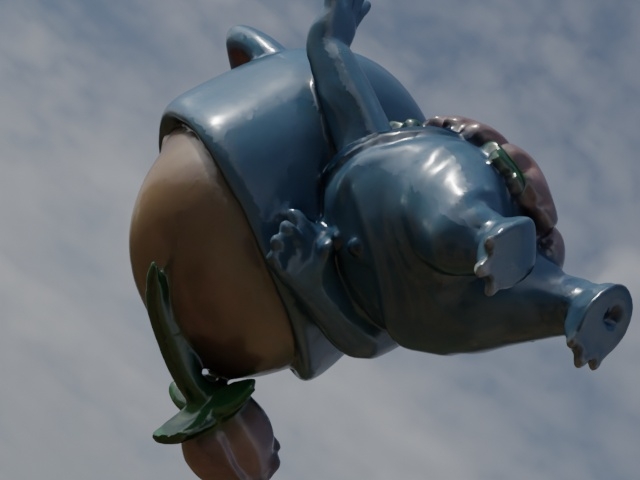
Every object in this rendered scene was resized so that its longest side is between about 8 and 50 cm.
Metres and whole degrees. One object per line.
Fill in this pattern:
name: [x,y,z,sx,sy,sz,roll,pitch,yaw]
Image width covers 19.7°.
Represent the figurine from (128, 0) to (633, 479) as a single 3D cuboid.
figurine: [0.000,0.005,0.567,0.178,0.144,0.114,19,-31,49]
